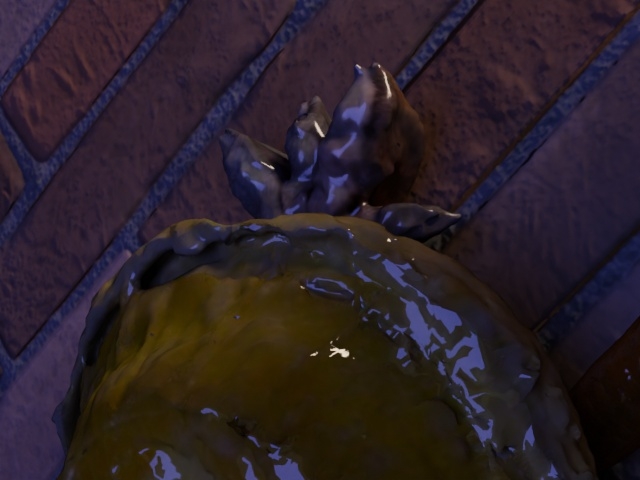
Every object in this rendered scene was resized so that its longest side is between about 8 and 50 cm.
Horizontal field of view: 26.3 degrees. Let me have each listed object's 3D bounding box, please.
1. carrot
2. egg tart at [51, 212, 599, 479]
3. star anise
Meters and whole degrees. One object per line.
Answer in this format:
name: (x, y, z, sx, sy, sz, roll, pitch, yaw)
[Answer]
carrot: (0.190, 0.064, 0.750, 0.186, 0.060, 0.060, -45, 60, 28)
egg tart: (-0.022, 0.172, 0.777, 0.387, 0.169, 0.388, 10, 108, 31)
star anise: (0.000, 0.000, 0.879, 0.229, 0.093, 0.236, 43, 111, 32)
